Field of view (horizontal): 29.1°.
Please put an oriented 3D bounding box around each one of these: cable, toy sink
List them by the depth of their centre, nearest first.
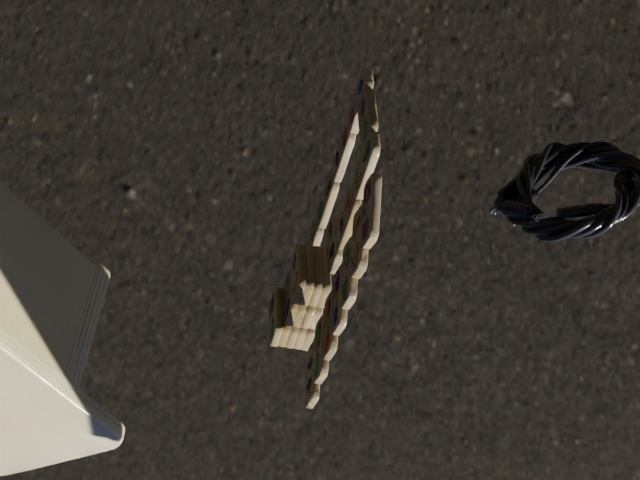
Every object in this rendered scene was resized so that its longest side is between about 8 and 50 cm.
[{"bbox_3d":[-0.263,0.061,0.951,0.153,0.131,0.234,-17,134,29],"label":"toy sink"},{"bbox_3d":[0.276,-0.060,1.307,0.151,0.184,0.047,12,126,44],"label":"cable"}]

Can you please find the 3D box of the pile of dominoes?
[{"bbox_3d":[0.000,0.000,1.081,0.040,0.196,0.251,9,131,-11],"label":"pile of dominoes"}]
